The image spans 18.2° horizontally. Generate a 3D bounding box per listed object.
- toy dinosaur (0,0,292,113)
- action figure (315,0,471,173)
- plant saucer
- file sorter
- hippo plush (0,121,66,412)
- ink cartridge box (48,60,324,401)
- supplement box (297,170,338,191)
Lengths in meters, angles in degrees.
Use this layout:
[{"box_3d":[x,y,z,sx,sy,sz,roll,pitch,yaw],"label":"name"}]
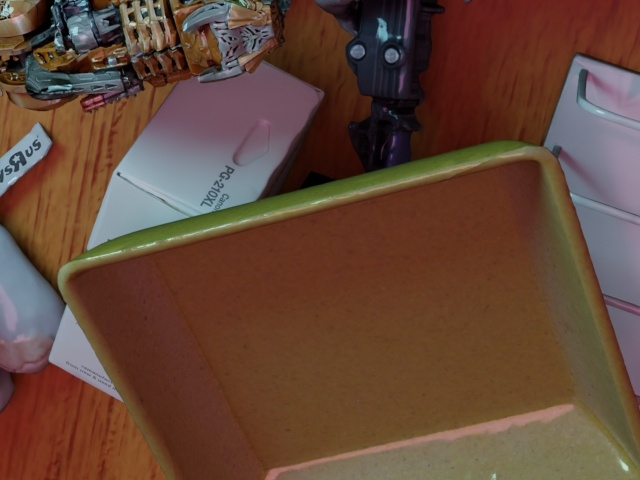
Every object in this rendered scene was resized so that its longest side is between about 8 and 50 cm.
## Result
[{"box_3d":[-0.173,-0.162,1.354,0.322,0.218,0.164,14,130,8],"label":"toy dinosaur"},{"box_3d":[-0.008,-0.204,1.473,0.330,0.178,0.341,1,95,24],"label":"action figure"},{"box_3d":[0.034,0.072,1.366,0.333,0.081,0.333,-14,131,11],"label":"plant saucer"},{"box_3d":[0.237,0.031,1.507,0.193,0.173,0.277,19,107,3],"label":"file sorter"},{"box_3d":[-0.323,0.050,1.557,0.234,0.236,0.294,36,107,-2],"label":"hippo plush"},{"box_3d":[-0.102,-0.009,1.494,0.100,0.172,0.237,28,138,2],"label":"ink cartridge box"},{"box_3d":[0.000,0.000,1.577,0.056,0.083,0.083,20,106,3],"label":"supplement box"}]
